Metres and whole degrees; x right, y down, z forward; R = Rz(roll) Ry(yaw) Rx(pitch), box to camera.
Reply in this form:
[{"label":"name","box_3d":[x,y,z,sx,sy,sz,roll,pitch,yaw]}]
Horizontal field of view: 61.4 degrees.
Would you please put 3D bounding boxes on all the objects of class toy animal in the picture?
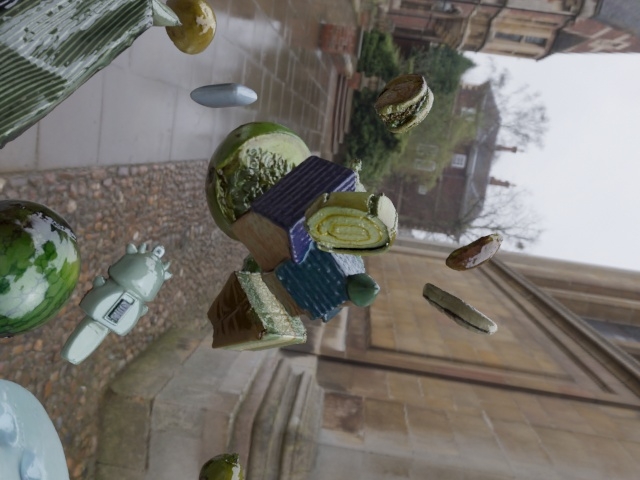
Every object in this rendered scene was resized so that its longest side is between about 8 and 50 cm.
[{"label":"toy animal","box_3d":[0.118,-0.136,1.560,0.181,0.073,0.136,55,28,-15]}]

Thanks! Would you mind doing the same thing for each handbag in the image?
[{"label":"handbag","box_3d":[-0.418,-0.303,0.707,0.247,0.341,0.240,48,-5,43]}]

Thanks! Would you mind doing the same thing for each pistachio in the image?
[{"label":"pistachio","box_3d":[0.431,0.043,1.489,0.090,0.173,0.049,35,34,-44]}]

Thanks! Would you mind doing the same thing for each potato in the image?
[{"label":"potato","box_3d":[-0.430,-0.751,1.835,0.158,0.178,0.203,16,-72,60]}]

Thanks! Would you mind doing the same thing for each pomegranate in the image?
[{"label":"pomegranate","box_3d":[-0.138,-0.142,1.394,0.216,0.359,0.309,12,-85,50]}]

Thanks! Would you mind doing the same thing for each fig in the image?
[{"label":"fig","box_3d":[-0.159,0.393,0.905,0.098,0.082,0.084,-60,177,1]}]

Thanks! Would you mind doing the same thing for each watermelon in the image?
[{"label":"watermelon","box_3d":[-0.788,0.072,1.364,0.363,0.364,0.362,9,90,-87]}]

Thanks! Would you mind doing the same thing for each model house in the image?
[{"label":"model house","box_3d":[0.000,0.000,1.137,0.245,0.312,0.280,-40,-174,-28]}]

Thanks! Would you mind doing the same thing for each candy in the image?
[{"label":"candy","box_3d":[-0.303,-0.454,1.688,0.138,0.175,0.071,-15,104,-69]}]

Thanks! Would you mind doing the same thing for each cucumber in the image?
[{"label":"cucumber","box_3d":[-0.192,0.102,1.687,0.134,0.135,0.244,92,7,-65]}]

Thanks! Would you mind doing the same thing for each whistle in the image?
[{"label":"whistle","box_3d":[-0.363,0.110,0.961,0.253,0.102,0.106,-55,-178,-12]}]

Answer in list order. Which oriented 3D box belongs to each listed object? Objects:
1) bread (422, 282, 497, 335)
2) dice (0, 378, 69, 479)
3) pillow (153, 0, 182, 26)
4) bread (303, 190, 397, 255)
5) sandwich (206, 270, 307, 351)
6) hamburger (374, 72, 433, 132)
[{"label":"bread","box_3d":[0.335,0.173,1.332,0.053,0.214,0.073,-48,141,-11]},{"label":"dice","box_3d":[-0.485,0.339,0.659,0.262,0.265,0.267,85,-18,-61]},{"label":"pillow","box_3d":[-0.495,-0.562,1.268,0.185,0.303,0.074,24,80,-63]},{"label":"bread","box_3d":[0.048,-0.029,0.884,0.117,0.157,0.064,86,14,-46]},{"label":"sandwich","box_3d":[-0.172,0.227,1.392,0.198,0.155,0.227,-55,-133,23]},{"label":"hamburger","box_3d":[0.244,-0.389,1.550,0.185,0.177,0.113,44,-12,51]}]
